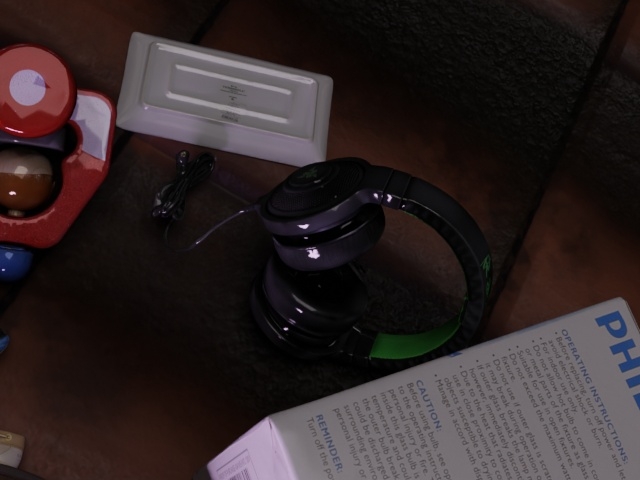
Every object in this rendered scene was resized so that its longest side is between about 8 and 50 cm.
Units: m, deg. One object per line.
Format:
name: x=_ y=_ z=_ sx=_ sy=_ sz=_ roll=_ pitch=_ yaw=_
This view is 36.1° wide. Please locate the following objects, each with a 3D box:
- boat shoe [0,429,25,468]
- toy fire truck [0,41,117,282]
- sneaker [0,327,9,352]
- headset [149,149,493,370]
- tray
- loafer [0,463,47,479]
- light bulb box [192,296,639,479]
boat shoe: x=-0.380 y=0.189 z=0.991 sx=0.170 sy=0.063 sz=0.059 roll=29 pitch=60 yaw=-15
toy fire truck: x=-0.384 y=-0.089 z=1.067 sx=0.302 sy=0.169 sz=0.254 roll=9 pitch=91 yaw=-14
sneaker: x=-0.417 y=0.111 z=1.005 sx=0.188 sy=0.067 sz=0.078 roll=-8 pitch=77 yaw=-17
headset: x=0.000 y=0.000 z=1.110 sx=0.394 sy=0.243 sz=0.185 roll=16 pitch=38 yaw=9
tray: x=-0.114 y=-0.182 z=1.244 sx=0.270 sy=0.030 sz=0.145 roll=11 pitch=66 yaw=-13
loafer: x=-0.262 y=0.298 z=0.918 sx=0.366 sy=0.130 sz=0.134 roll=13 pitch=89 yaw=-12
light bulb box: x=0.107 y=0.248 z=0.948 sx=0.361 sy=0.358 sz=0.225 roll=-15 pitch=75 yaw=-23
